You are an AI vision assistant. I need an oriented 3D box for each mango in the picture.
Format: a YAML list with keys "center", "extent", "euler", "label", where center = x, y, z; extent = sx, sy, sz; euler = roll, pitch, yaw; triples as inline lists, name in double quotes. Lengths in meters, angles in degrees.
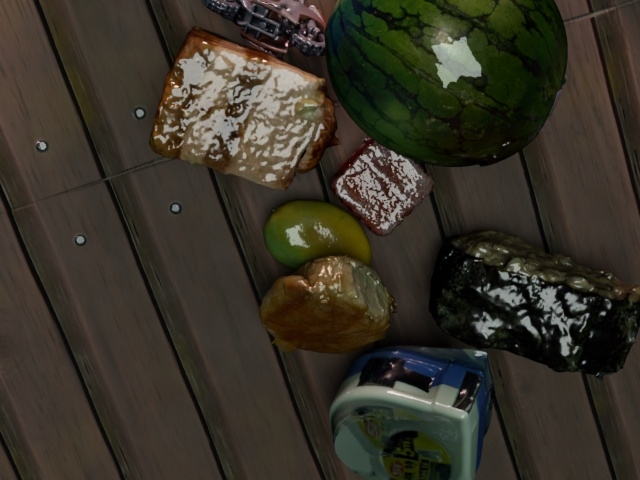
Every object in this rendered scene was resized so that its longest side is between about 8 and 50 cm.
- center: [-0.001, -0.004, 1.705]
  extent: [0.191, 0.085, 0.122]
  euler: [13, 94, -19]
  label: "mango"

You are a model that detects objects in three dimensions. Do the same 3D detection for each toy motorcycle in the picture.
- center: [-0.075, -0.343, 1.601]
  extent: [0.213, 0.118, 0.084]
  euler: [25, 122, 3]
  label: "toy motorcycle"

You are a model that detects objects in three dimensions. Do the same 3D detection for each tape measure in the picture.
- center: [0.147, 0.299, 1.706]
  extent: [0.262, 0.138, 0.259]
  euler: [7, 133, 14]
  label: "tape measure"

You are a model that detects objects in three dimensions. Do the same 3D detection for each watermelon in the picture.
- center: [0.181, -0.277, 1.513]
  extent: [0.363, 0.363, 0.363]
  euler: [-1, 105, -4]
  label: "watermelon"

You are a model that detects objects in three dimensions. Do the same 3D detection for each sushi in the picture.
- center: [0.353, 0.097, 1.689]
  extent: [0.350, 0.211, 0.170]
  euler: [18, 110, 1]
  label: "sushi"

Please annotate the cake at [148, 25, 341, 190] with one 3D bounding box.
- center: [-0.101, -0.187, 1.590]
  extent: [0.293, 0.198, 0.196]
  euler: [21, 100, -10]
  label: "cake"

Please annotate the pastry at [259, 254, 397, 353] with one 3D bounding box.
- center: [0.016, 0.107, 1.683]
  extent: [0.229, 0.100, 0.218]
  euler: [14, 143, -14]
  label: "pastry"

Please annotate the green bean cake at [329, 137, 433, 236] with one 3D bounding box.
- center: [0.098, -0.092, 1.691]
  extent: [0.135, 0.056, 0.135]
  euler: [-45, 102, 0]
  label: "green bean cake"
